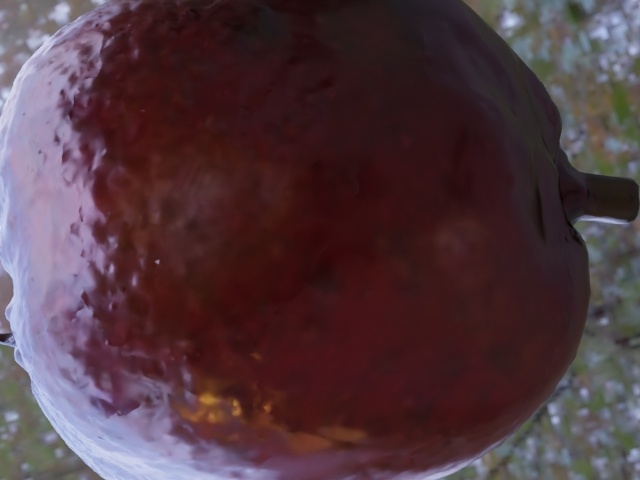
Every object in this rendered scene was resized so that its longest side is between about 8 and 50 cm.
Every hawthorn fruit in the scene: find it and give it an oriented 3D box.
[{"bbox_3d":[0.000,0.000,0.762,0.265,0.307,0.265,177,90,-89],"label":"hawthorn fruit"}]
